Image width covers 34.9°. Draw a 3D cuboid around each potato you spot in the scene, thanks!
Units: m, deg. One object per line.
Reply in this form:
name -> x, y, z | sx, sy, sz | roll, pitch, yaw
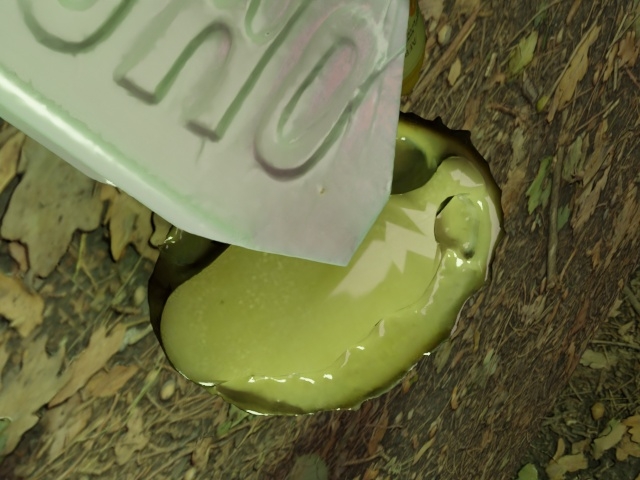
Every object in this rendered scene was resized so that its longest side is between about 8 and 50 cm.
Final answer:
potato -> 0.000, 0.000, 0.849 | 0.285, 0.242, 0.242 | -44, 153, 4

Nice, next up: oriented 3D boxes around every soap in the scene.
soap -> -0.082, -0.129, 0.582 | 0.347, 0.115, 0.208 | 39, 82, -42

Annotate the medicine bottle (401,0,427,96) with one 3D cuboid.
medicine bottle -> 0.011, -0.200, 0.800 | 0.124, 0.124, 0.239 | -57, 153, -12
